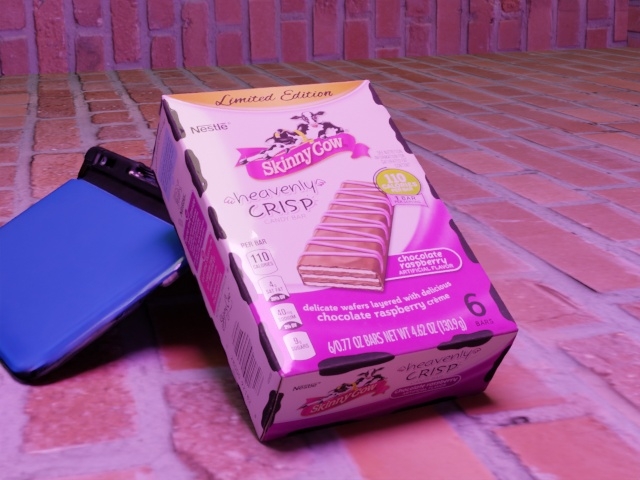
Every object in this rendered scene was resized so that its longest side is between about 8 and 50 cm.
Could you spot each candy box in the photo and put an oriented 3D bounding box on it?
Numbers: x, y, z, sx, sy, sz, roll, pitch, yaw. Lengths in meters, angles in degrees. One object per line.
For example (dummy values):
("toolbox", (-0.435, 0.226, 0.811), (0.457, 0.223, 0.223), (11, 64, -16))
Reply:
("candy box", (0.000, 0.000, 0.690), (0.159, 0.071, 0.233), (-9, 50, -25))

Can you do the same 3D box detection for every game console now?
("game console", (-0.138, 0.034, 0.884), (0.250, 0.173, 0.293), (26, -1, -33))
